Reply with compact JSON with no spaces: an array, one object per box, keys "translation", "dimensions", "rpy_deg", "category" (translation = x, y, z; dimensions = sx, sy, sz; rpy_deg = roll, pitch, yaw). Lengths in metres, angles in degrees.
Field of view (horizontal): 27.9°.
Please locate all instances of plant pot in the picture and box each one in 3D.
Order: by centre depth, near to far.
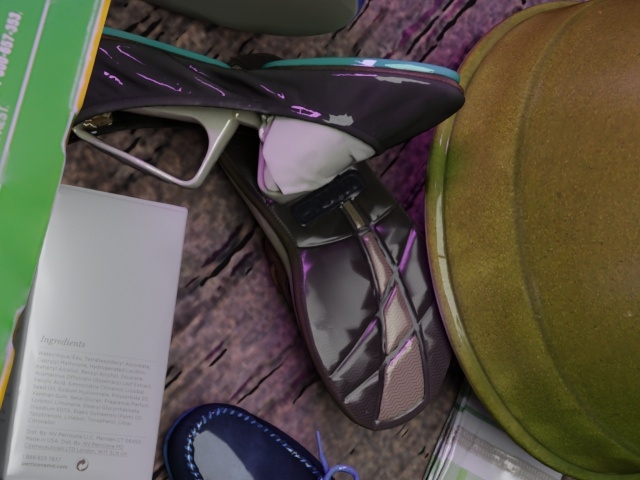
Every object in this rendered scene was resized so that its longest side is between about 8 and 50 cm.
[{"translation":[0.320,-0.023,0.842],"dimensions":[0.366,0.353,0.366],"rpy_deg":[7,78,-37],"category":"plant pot"}]

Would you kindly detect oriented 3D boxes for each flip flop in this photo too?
[{"translation":[0.000,0.000,0.900],"dimensions":[0.112,0.080,0.277],"rpy_deg":[-29,83,-18],"category":"flip flop"}]

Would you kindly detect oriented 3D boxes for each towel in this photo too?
[{"translation":[0.150,0.145,0.980],"dimensions":[0.113,0.023,0.152],"rpy_deg":[28,76,-19],"category":"towel"}]

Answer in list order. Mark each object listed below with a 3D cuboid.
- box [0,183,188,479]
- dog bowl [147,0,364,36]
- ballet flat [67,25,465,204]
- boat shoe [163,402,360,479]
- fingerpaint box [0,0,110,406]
[{"translation":[-0.158,0.058,0.786],"dimensions":[0.091,0.130,0.170],"rpy_deg":[11,82,-30],"category":"box"},{"translation":[-0.081,-0.226,0.770],"dimensions":[0.265,0.265,0.104],"rpy_deg":[23,79,-21],"category":"dog bowl"},{"translation":[-0.051,-0.075,0.829],"dimensions":[0.280,0.095,0.096],"rpy_deg":[8,83,9],"category":"ballet flat"},{"translation":[0.006,0.203,0.876],"dimensions":[0.258,0.089,0.109],"rpy_deg":[43,71,-16],"category":"boat shoe"},{"translation":[-0.234,0.022,0.581],"dimensions":[0.163,0.371,0.444],"rpy_deg":[18,68,-18],"category":"fingerpaint box"}]
